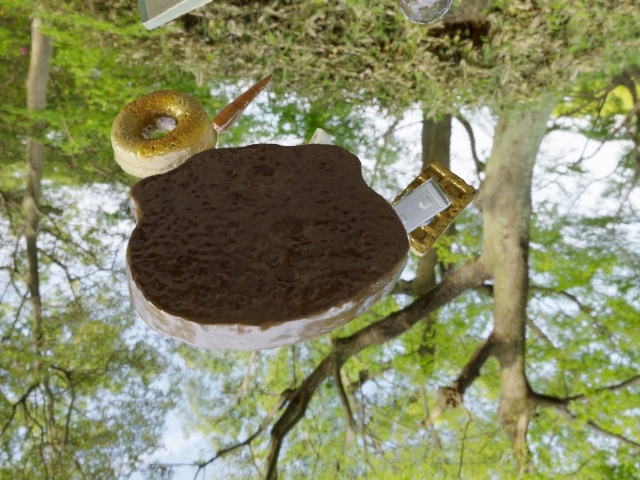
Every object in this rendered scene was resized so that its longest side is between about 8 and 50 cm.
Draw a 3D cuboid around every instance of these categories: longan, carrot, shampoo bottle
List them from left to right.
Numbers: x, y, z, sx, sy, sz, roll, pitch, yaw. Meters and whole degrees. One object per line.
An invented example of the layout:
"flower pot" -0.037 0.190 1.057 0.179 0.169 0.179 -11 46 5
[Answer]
"carrot" -0.202 -0.361 1.435 0.048 0.216 0.048 44 177 3
"shampoo bottle" -0.022 -0.216 1.437 0.045 0.151 0.077 28 -178 -20
"longan" 0.164 -0.405 0.886 0.106 0.106 0.119 -4 -172 -31

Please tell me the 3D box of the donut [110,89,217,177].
"donut" -0.283 -0.197 0.985 0.190 0.074 0.174 -19 -118 -15

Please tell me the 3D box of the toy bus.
"toy bus" 0.126 -0.027 0.915 0.064 0.191 0.075 54 -165 0

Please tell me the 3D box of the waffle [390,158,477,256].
"waffle" 0.301 -0.092 1.557 0.168 0.057 0.274 40 -110 13

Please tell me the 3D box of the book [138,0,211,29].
"book" -0.171 -0.441 0.725 0.215 0.282 0.025 -17 166 20

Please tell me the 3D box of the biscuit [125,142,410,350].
"biscuit" -0.056 -0.006 0.553 0.273 0.049 0.257 -10 -132 -19
